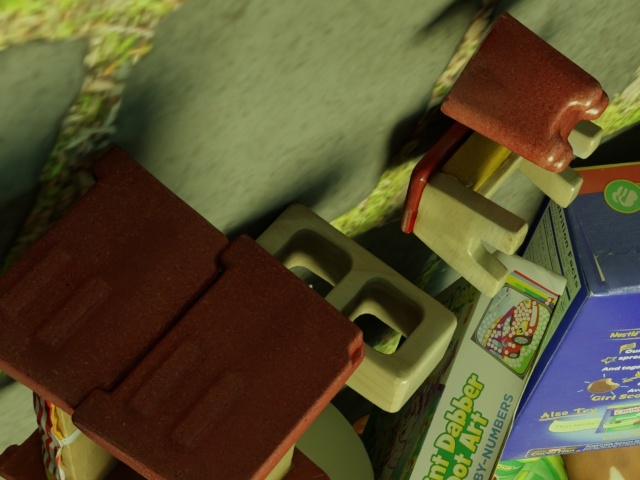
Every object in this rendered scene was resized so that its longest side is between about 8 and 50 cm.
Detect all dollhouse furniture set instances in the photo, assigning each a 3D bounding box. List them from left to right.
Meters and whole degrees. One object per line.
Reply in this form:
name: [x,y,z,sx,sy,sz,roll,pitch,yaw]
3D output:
dollhouse furniture set: [0.000,0.000,0.772,0.374,0.152,0.201,-47,164,-27]

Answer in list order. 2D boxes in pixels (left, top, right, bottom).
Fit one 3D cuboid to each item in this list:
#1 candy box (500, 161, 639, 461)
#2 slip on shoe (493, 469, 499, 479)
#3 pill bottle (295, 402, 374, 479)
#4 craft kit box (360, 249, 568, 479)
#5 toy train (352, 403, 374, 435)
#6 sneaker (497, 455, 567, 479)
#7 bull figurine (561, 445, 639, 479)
candy box: [0.291,0.059,1.220,0.268,0.122,0.317,-5,151,-11]
slip on shoe: [0.096,0.251,1.281,0.123,0.101,0.331,-21,172,11]
pill bottle: [-0.094,0.221,0.996,0.162,0.162,0.278,-8,144,-53]
craft kit box: [0.067,0.148,1.001,0.246,0.061,0.250,-64,-177,-17]
toy train: [0.080,0.127,1.205,0.125,0.046,0.166,-35,-168,34]
sneaker: [0.181,0.217,1.544,0.123,0.109,0.295,-26,157,8]
bull figurine: [0.295,0.233,1.505,0.101,0.310,0.188,-6,176,11]
